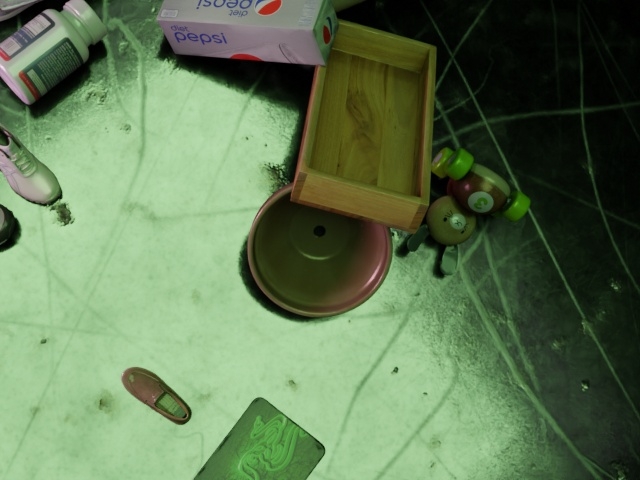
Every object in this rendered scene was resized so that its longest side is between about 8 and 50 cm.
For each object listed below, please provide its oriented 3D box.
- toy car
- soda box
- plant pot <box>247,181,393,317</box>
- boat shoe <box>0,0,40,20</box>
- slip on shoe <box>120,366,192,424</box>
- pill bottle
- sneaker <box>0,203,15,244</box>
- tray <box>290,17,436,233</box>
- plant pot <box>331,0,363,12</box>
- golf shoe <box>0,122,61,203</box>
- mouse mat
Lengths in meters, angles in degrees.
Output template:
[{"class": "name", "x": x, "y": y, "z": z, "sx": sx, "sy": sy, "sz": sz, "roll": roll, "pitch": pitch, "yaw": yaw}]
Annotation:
[{"class": "toy car", "x": 0.235, "y": -0.040, "z": 1.787, "sx": 0.155, "sy": 0.149, "sz": 0.188, "roll": 35, "pitch": 89, "yaw": -12}, {"class": "soda box", "x": -0.120, "y": -0.364, "z": 1.734, "sx": 0.286, "sy": 0.098, "sz": 0.091, "roll": 8, "pitch": 64, "yaw": 19}, {"class": "plant pot", "x": 0.000, "y": 0.000, "z": 1.730, "sx": 0.237, "sy": 0.110, "sz": 0.237, "roll": 0, "pitch": 109, "yaw": 0}, {"class": "boat shoe", "x": -0.502, "y": -0.450, "z": 1.750, "sx": 0.320, "sy": 0.103, "sz": 0.118, "roll": -12, "pitch": 83, "yaw": -11}, {"class": "slip on shoe", "x": -0.269, "y": 0.255, "z": 1.702, "sx": 0.135, "sy": 0.041, "sz": 0.051, "roll": 41, "pitch": 77, "yaw": 0}, {"class": "pill bottle", "x": -0.452, "y": -0.322, "z": 1.735, "sx": 0.180, "sy": 0.108, "sz": 0.108, "roll": -41, "pitch": 89, "yaw": -13}, {"class": "sneaker", "x": -0.630, "y": -0.044, "z": 1.664, "sx": 0.271, "sy": 0.108, "sz": 0.100, "roll": 11, "pitch": 77, "yaw": -8}, {"class": "tray", "x": 0.079, "y": -0.201, "z": 1.712, "sx": 0.203, "sy": 0.076, "sz": 0.411, "roll": 14, "pitch": 45, "yaw": -6}, {"class": "plant pot", "x": 0.071, "y": -0.546, "z": 1.770, "sx": 0.305, "sy": 0.334, "sz": 0.334, "roll": -29, "pitch": 86, "yaw": 0}, {"class": "golf shoe", "x": -0.502, "y": -0.130, "z": 1.708, "sx": 0.176, "sy": 0.086, "sz": 0.069, "roll": 43, "pitch": 76, "yaw": -2}, {"class": "mouse mat", "x": -0.101, "y": 0.377, "z": 1.727, "sx": 0.152, "sy": 0.007, "sz": 0.190, "roll": 38, "pitch": 77, "yaw": -1}]
